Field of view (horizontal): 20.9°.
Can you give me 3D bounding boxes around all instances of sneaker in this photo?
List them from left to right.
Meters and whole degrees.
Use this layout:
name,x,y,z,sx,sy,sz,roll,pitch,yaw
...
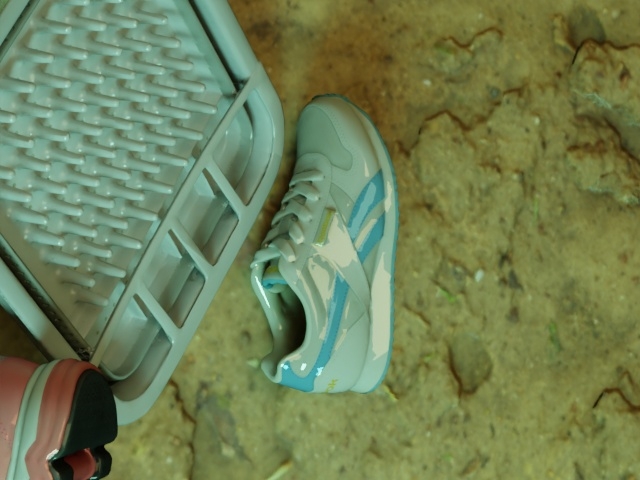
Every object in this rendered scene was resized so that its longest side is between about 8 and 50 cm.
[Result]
name,x,y,z,sx,sy,sz,roll,pitch,yaw
sneaker,-0.228,0.219,1.119,0.136,0.116,0.314,13,90,14
sneaker,0.000,0.000,1.304,0.092,0.087,0.229,3,80,-31

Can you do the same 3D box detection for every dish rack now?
name,x,y,z,sx,sy,sz,roll,pitch,yaw
dish rack,-0.151,-0.066,1.164,0.286,0.072,0.333,-62,149,-25
